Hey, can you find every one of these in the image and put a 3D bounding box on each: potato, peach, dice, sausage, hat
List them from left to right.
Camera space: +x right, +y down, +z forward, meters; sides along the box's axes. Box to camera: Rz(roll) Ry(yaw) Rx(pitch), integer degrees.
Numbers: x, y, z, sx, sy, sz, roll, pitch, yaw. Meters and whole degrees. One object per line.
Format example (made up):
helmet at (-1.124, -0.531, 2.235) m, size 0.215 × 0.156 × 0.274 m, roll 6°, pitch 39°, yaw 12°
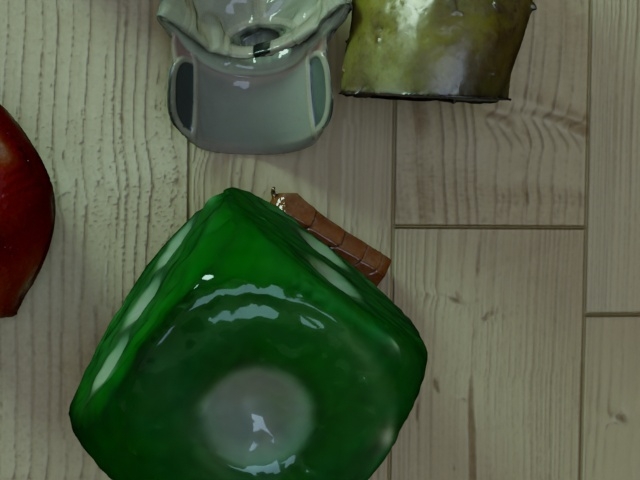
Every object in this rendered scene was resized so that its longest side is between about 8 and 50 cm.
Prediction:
peach at (-0.374, -0.042, 1.530) m, size 0.158 × 0.154 × 0.267 m, roll -21°, pitch 96°, yaw -10°
dice at (-0.077, 0.137, 1.502) m, size 0.287 × 0.300 × 0.297 m, roll 33°, pitch 98°, yaw -12°
hat at (-0.072, -0.219, 1.617) m, size 0.219 × 0.164 × 0.226 m, roll 1°, pitch 133°, yaw 2°
sausage at (0.000, 0.001, 1.648) m, size 0.169 × 0.065 × 0.065 m, roll 33°, pitch 86°, yaw -10°
potato at (0.142, -0.287, 1.595) m, size 0.229 × 0.229 × 0.266 m, roll 3°, pitch 90°, yaw -11°
